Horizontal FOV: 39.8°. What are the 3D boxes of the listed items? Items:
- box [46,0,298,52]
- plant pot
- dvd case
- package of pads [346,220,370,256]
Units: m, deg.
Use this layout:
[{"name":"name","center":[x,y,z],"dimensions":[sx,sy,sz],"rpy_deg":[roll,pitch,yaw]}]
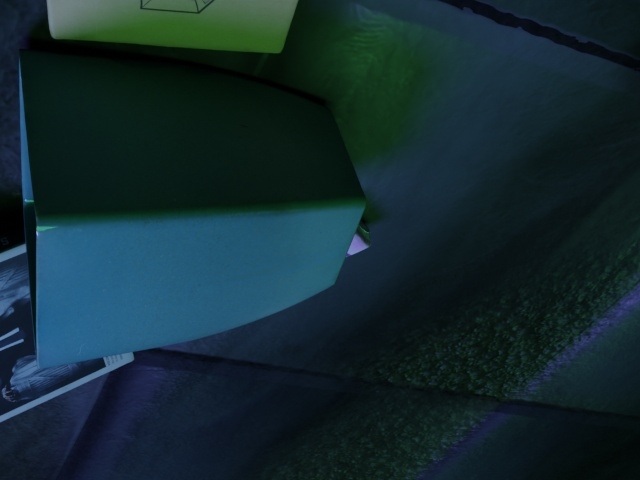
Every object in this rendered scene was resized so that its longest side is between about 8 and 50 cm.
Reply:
[{"name":"box","center":[-0.086,-0.181,0.533],"dimensions":[0.164,0.021,0.201],"rpy_deg":[1,159,-14]},{"name":"plant pot","center":[-0.098,-0.026,0.665],"dimensions":[0.234,0.166,0.166],"rpy_deg":[-3,141,-21]},{"name":"dvd case","center":[-0.290,0.086,0.760],"dimensions":[0.238,0.029,0.179],"rpy_deg":[-25,133,-22]},{"name":"package of pads","center":[0.000,0.000,0.811],"dimensions":[0.083,0.032,0.050],"rpy_deg":[-25,137,18]}]
